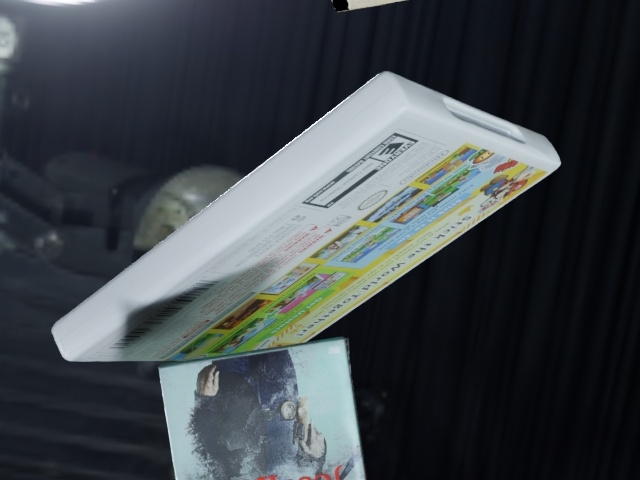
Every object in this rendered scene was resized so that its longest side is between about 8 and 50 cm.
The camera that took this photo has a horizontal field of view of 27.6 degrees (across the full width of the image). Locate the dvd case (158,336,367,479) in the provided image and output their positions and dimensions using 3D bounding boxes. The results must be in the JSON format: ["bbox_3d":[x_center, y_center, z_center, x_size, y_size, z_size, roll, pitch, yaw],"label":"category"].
[{"bbox_3d":[-0.022,0.109,0.590,0.087,0.119,0.013,-8,-177,-1],"label":"dvd case"}]

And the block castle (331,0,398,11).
[{"bbox_3d":[0.061,-0.373,0.687,0.303,0.453,0.213,-20,-136,6],"label":"block castle"}]

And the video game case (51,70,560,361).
[{"bbox_3d":[0.000,0.000,0.706,0.206,0.227,0.026,9,-131,-60],"label":"video game case"}]
